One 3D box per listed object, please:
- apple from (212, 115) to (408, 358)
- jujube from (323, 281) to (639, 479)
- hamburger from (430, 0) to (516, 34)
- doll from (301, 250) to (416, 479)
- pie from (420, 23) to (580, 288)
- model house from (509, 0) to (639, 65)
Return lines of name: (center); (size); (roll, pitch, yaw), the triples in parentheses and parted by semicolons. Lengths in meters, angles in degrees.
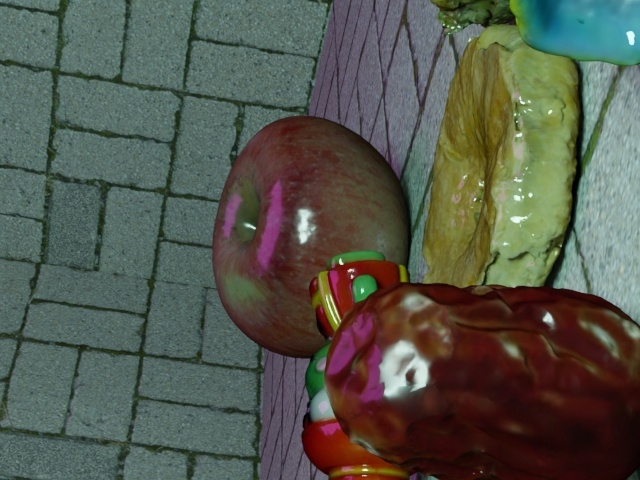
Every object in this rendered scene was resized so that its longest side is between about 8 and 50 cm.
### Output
apple: (0.000, 0.000, 1.821); (0.345, 0.269, 0.345); (-34, 49, 53)
jujube: (0.120, 0.098, 0.863); (0.155, 0.230, 0.155); (-42, 42, 52)
hamburger: (0.183, -0.322, 1.265); (0.215, 0.122, 0.189); (115, 160, -50)
doll: (0.059, 0.195, 1.458); (0.182, 0.160, 0.363); (115, 160, -68)
pie: (0.167, -0.057, 1.221); (0.339, 0.083, 0.339); (-169, 90, -82)
model house: (0.197, -0.279, 0.810); (0.303, 0.215, 0.237); (100, 174, -52)
